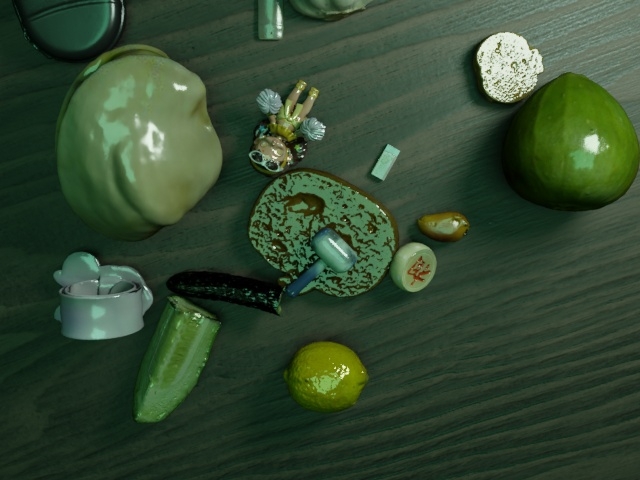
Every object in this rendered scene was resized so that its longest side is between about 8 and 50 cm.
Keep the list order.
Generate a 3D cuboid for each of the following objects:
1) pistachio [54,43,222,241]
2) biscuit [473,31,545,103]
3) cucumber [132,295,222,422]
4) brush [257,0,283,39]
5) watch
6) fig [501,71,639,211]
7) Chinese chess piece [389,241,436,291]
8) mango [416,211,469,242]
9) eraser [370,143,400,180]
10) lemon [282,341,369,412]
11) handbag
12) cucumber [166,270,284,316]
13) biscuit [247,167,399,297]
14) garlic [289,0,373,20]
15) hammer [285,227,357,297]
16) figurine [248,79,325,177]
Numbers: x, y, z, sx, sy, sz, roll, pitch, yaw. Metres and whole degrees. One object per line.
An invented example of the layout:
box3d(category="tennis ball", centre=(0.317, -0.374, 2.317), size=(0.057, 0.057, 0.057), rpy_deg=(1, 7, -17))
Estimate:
box3d(category="pistachio", centre=(-0.403, -0.208, 1.605), size=(0.365, 0.281, 0.445), rpy_deg=(5, 109, -27))
box3d(category="biscuit", centre=(0.440, -0.406, 1.675), size=(0.170, 0.050, 0.170), rpy_deg=(-1, 97, -7))
box3d(category="cucumber", centre=(-0.372, 0.301, 1.782), size=(0.145, 0.105, 0.325), rpy_deg=(19, 100, -29))
box3d(category="brush", centre=(-0.116, -0.631, 1.647), size=(0.060, 0.050, 0.321), rpy_deg=(0, 100, -3))
box3d(category="watch", centre=(-0.539, 0.144, 1.696), size=(0.248, 0.217, 0.210), rpy_deg=(2, 99, 0))
box3d(category="fig", centre=(0.553, -0.222, 1.589), size=(0.316, 0.316, 0.316), rpy_deg=(0, 100, 1))
box3d(category="Chinese chess piece", centre=(0.225, 0.065, 1.726), size=(0.122, 0.051, 0.122), rpy_deg=(-15, 117, -32))
box3d(category="mango", centre=(0.297, -0.034, 1.731), size=(0.127, 0.063, 0.077), rpy_deg=(2, 104, 6))
box3d(category="eraser", centre=(0.157, -0.190, 1.728), size=(0.038, 0.019, 0.083), rpy_deg=(28, 99, -2))
box3d(category="lemon", centre=(0.011, 0.336, 1.742), size=(0.193, 0.180, 0.180), rpy_deg=(-16, 100, -18))
box3d(category="handbag", centre=(-0.585, -0.562, 1.641), size=(0.254, 0.093, 0.308), rpy_deg=(-16, 99, 3))
box3d(category="cucumber", centre=(-0.235, 0.118, 1.744), size=(0.303, 0.072, 0.081), rpy_deg=(11, 99, 11))
box3d(category="biscuit", centre=(0.000, 0.000, 1.743), size=(0.367, 0.063, 0.314), rpy_deg=(28, 103, -3))
box3d(category="garlic", centre=(0.028, -0.594, 1.605), size=(0.229, 0.143, 0.178), rpy_deg=(-14, 101, 12))
box3d(category="hammer", centre=(-0.013, 0.066, 1.696), size=(0.194, 0.069, 0.116), rpy_deg=(-43, 97, 15))
box3d(category="figurine", centre=(-0.083, -0.262, 1.673), size=(0.175, 0.116, 0.240), rpy_deg=(29, 92, -4))
